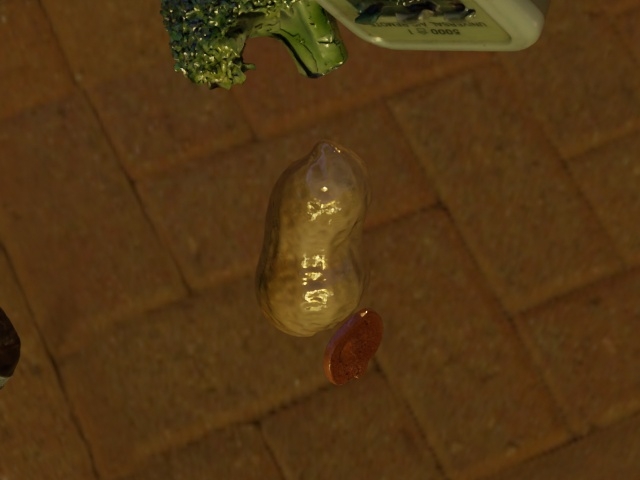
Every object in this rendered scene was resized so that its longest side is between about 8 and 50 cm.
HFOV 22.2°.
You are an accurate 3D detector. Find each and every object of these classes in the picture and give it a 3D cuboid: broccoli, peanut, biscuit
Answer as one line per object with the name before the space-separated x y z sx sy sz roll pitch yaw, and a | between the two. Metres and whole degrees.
broccoli | -0.034 -0.205 1.363 0.194 0.194 0.219 38 78 16
peanut | 0.000 0.000 1.572 0.110 0.236 0.120 7 46 -8
biscuit | 0.035 0.117 1.767 0.015 0.078 0.091 24 51 36

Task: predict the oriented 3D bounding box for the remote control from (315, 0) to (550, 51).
remote control | -0.012 -0.191 0.797 0.128 0.335 0.065 4 70 39

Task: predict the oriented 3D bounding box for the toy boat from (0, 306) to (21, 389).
toy boat | -0.472 0.096 1.965 0.262 0.115 0.114 39 37 -23
